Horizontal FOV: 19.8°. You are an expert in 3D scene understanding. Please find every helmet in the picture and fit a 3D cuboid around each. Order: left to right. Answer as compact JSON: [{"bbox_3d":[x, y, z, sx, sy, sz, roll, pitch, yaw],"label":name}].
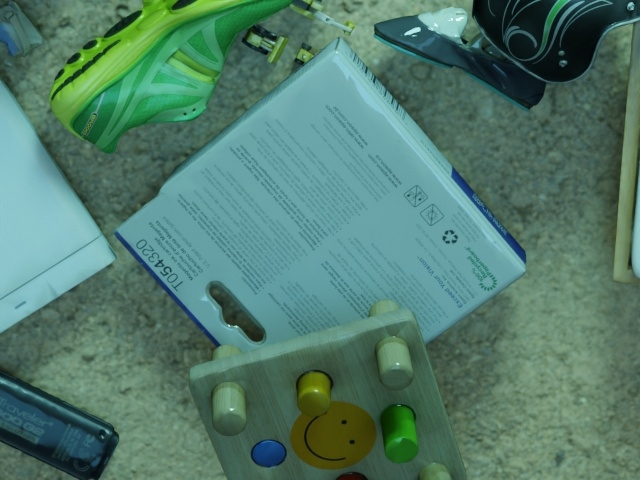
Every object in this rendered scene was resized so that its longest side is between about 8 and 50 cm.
[{"bbox_3d":[0.255,-0.262,1.901,0.169,0.169,0.161,31,119,-10],"label":"helmet"}]

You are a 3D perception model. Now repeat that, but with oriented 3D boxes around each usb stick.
[{"bbox_3d":[-0.364,0.186,2.077,0.278,0.045,0.077,27,95,-9],"label":"usb stick"}]

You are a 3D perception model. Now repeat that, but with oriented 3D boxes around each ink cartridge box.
[{"bbox_3d":[0.000,0.000,2.014,0.330,0.071,0.324,-37,104,19],"label":"ink cartridge box"}]

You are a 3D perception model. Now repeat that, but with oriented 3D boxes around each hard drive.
[{"bbox_3d":[-0.413,-0.066,1.985,0.233,0.047,0.353,-32,104,-2],"label":"hard drive"}]

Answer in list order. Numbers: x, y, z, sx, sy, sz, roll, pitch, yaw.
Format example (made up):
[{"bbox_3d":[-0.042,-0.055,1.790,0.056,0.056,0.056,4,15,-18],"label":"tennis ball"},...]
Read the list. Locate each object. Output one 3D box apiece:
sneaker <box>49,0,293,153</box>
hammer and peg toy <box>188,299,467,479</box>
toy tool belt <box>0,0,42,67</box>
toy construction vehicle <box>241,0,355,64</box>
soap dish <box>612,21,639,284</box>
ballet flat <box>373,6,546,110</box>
[{"bbox_3d":[-0.147,-0.199,1.952,0.295,0.109,0.123,-32,123,9],"label":"sneaker"},{"bbox_3d":[0.021,0.253,2.018,0.266,0.127,0.361,-15,122,5],"label":"hammer and peg toy"},{"bbox_3d":[-0.338,-0.230,1.953,0.051,0.052,0.083,-37,103,0],"label":"toy tool belt"},{"bbox_3d":[-0.024,-0.223,1.971,0.098,0.035,0.086,30,103,-9],"label":"toy construction vehicle"},{"bbox_3d":[0.435,-0.095,1.976,0.229,0.118,0.291,2,107,-2],"label":"soap dish"},{"bbox_3d":[0.157,-0.209,1.962,0.203,0.074,0.074,24,104,-14],"label":"ballet flat"}]
